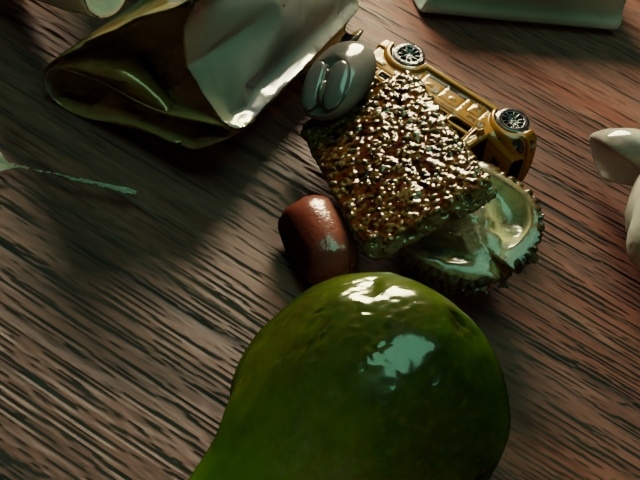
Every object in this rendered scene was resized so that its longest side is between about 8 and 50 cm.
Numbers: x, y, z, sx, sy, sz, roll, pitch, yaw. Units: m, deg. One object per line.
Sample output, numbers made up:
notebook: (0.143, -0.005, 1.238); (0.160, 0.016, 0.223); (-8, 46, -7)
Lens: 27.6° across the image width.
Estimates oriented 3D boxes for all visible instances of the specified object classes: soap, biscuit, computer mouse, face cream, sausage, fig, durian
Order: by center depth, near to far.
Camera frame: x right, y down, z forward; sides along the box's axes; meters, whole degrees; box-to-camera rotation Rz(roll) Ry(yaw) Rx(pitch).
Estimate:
fig: (-0.001, 0.153, 0.935); (0.275, 0.206, 0.206); (-37, 66, -27)
sausage: (0.000, 0.000, 1.161); (0.054, 0.059, 0.094); (-7, 49, -27)
biscuit: (0.064, -0.076, 1.182); (0.131, 0.025, 0.231); (-29, 37, 1)
durian: (0.123, -0.018, 1.201); (0.148, 0.091, 0.188); (-13, 59, -5)
computer mouse: (0.015, -0.159, 1.257); (0.066, 0.039, 0.096); (4, 46, 35)
face cream: (-0.282, -0.267, 1.290); (0.243, 0.058, 0.092); (21, 35, 40)
soap: (0.234, -0.340, 1.577); (0.265, 0.087, 0.160); (1, 46, -20)

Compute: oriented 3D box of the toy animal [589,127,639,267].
toy animal: (0.392, -0.007, 1.254); (0.208, 0.154, 0.325); (9, 39, -22)

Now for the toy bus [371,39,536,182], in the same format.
toy bus: (0.117, -0.114, 1.306); (0.194, 0.083, 0.088); (35, 54, 20)

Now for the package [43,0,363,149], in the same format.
package: (-0.088, -0.204, 1.297); (0.165, 0.221, 0.311); (58, 39, -18)

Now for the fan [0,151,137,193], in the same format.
fan: (-0.314, -0.075, 1.152); (0.310, 0.010, 0.182); (14, 43, -3)
